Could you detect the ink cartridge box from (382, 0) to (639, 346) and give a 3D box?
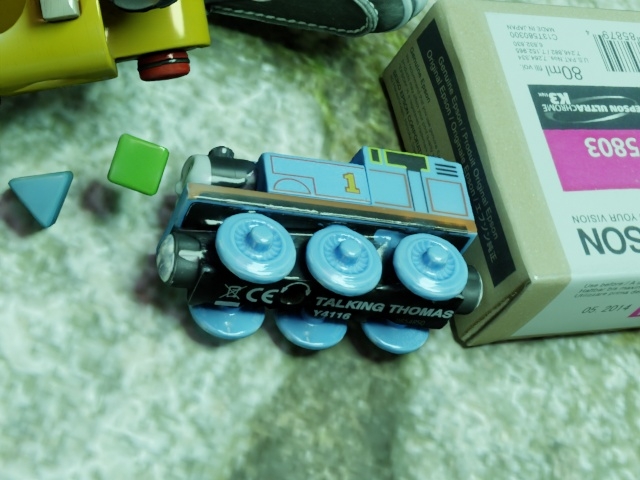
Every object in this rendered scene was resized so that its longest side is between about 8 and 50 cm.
[{"bbox_3d":[0.177,-0.045,0.804,0.235,0.088,0.193,-2,63,-27],"label":"ink cartridge box"}]

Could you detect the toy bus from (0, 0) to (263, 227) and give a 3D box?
[{"bbox_3d":[-0.130,-0.120,0.627,0.191,0.104,0.202,34,91,-7],"label":"toy bus"}]

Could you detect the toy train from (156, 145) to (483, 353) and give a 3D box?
[{"bbox_3d":[0.000,0.000,0.703,0.184,0.080,0.105,6,51,-20],"label":"toy train"}]

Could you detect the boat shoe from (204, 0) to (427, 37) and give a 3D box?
[{"bbox_3d":[-0.102,-0.173,0.741,0.335,0.121,0.119,19,66,-4],"label":"boat shoe"}]
